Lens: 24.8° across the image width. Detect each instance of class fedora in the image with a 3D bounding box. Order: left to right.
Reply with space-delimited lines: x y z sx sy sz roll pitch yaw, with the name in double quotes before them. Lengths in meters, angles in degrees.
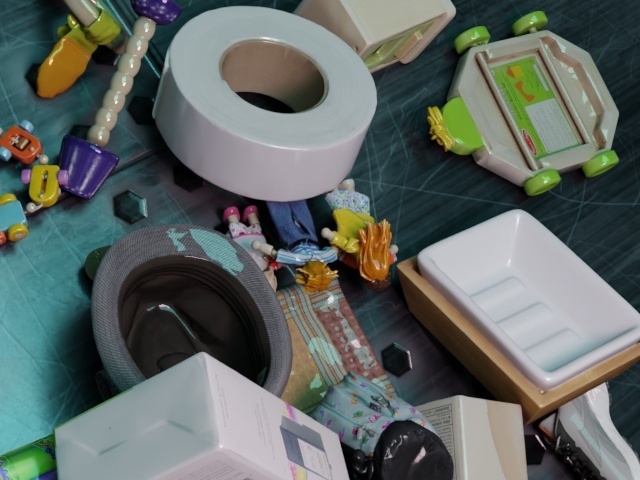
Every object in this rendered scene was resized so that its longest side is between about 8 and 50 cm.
"fedora" -0.165 0.128 1.737 0.244 0.124 0.275 -11 63 -32

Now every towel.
"towel" -0.072 0.213 1.846 0.370 0.040 0.271 -23 80 -32

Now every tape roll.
"tape roll" -0.074 -0.185 1.929 0.286 0.100 0.286 11 46 -11

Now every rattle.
"rattle" -0.351 -0.304 1.943 0.199 0.143 0.130 50 23 19

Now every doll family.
"doll family" 0.000 0.000 1.902 0.263 0.118 0.163 -4 52 -25

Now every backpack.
"backpack" 0.069 0.241 1.774 0.115 0.182 0.152 -48 130 -12

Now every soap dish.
"soap dish" 0.273 0.103 1.959 0.229 0.118 0.291 -23 52 -32

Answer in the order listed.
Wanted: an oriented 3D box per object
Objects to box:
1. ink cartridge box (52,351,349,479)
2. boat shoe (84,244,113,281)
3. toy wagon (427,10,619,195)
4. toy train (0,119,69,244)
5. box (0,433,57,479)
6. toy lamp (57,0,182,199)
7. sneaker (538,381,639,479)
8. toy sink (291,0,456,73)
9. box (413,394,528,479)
"ink cartridge box" -0.102 0.270 1.602 0.353 0.207 0.119 40 29 -50
"boat shoe" -0.209 0.045 1.843 0.178 0.060 0.064 3 70 -10
"toy wagon" 0.290 -0.197 2.182 0.344 0.068 0.267 -18 77 -30
"toy train" -0.384 -0.065 1.818 0.125 0.046 0.166 25 67 15
"box" -0.361 0.402 1.543 0.279 0.177 0.290 -20 79 -31
"toy lamp" -0.263 -0.185 1.860 0.080 0.080 0.274 25 83 -14
"sneaker" 0.363 0.285 1.998 0.108 0.100 0.271 -14 69 -20
"toy sink" 0.093 -0.328 2.094 0.234 0.153 0.131 -28 82 -33
"box" 0.174 0.362 1.813 0.121 0.148 0.311 13 67 -39
